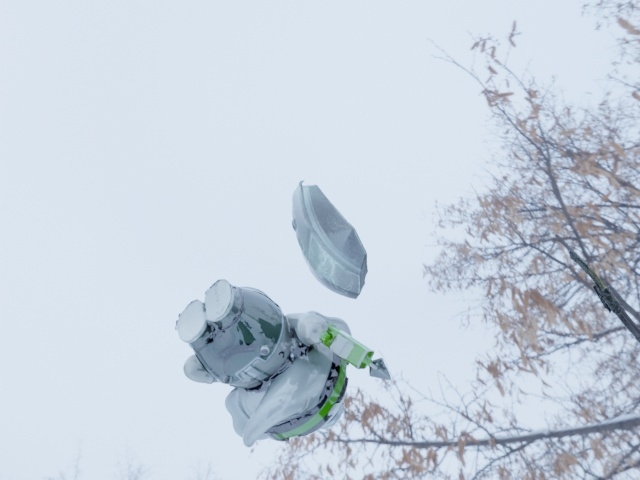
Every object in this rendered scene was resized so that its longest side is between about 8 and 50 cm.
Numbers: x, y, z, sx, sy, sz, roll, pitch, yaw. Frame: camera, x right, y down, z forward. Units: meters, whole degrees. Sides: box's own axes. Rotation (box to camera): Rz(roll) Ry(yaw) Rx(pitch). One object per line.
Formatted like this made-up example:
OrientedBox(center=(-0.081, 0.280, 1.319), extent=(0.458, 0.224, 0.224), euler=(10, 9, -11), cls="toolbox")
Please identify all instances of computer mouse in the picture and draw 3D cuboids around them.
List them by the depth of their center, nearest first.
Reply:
OrientedBox(center=(-0.002, 0.002, 0.787), extent=(0.071, 0.231, 0.126), euler=(-23, -33, -20), cls="computer mouse")

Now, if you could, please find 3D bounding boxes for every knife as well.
OrientedBox(center=(0.475, 0.106, 0.779), extent=(0.222, 0.045, 0.021), euler=(48, -40, 4), cls="knife")

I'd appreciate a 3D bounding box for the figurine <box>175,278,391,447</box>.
OrientedBox(center=(-0.036, 0.112, 0.418), extent=(0.147, 0.126, 0.192), euler=(-43, -53, -2), cls="figurine")
